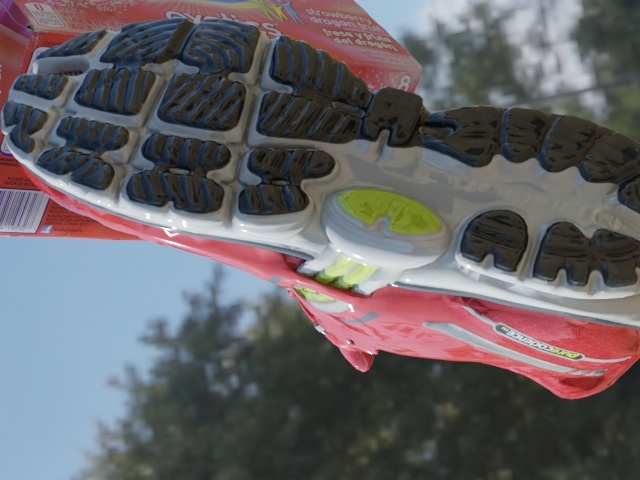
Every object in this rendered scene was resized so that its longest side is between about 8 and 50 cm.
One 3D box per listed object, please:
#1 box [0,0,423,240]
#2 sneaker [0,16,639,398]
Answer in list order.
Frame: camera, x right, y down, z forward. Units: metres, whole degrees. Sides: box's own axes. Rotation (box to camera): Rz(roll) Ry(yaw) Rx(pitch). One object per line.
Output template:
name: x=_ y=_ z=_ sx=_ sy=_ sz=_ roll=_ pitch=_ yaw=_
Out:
box: x=-0.089 y=-0.083 z=1.050 sx=0.122 sy=0.257 sz=0.128 roll=51 pitch=127 yaw=41
sneaker: x=0.000 y=0.000 z=0.743 sx=0.118 sy=0.279 sz=0.107 roll=93 pitch=-160 yaw=-49
